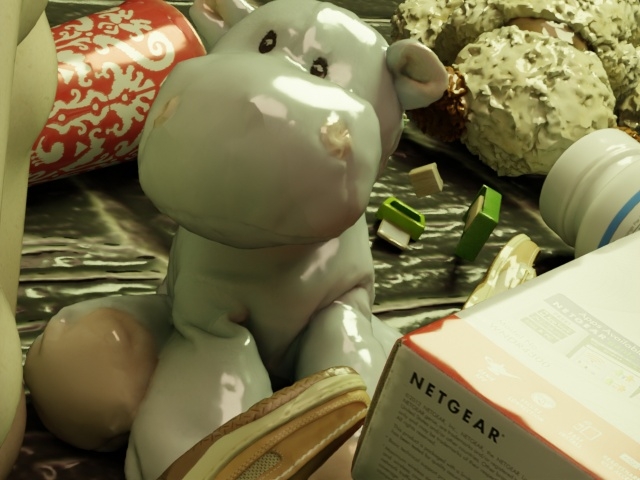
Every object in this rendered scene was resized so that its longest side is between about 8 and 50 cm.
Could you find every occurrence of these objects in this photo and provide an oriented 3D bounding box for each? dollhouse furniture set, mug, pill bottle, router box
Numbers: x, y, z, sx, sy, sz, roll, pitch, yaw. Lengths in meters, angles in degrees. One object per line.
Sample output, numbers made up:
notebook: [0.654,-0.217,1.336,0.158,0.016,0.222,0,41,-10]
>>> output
dollhouse furniture set: [0.052,-0.043,1.127,0.152,0.076,0.058,30,25,-2]
mug: [-0.181,-0.087,1.079,0.169,0.150,0.113,-25,86,-47]
pill bottle: [0.258,0.014,1.114,0.124,0.124,0.221,-4,36,-36]
router box: [0.234,0.125,0.749,0.335,0.082,0.301,34,32,27]

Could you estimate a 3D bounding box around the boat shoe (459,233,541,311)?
boat shoe: [0.126,0.043,1.067,0.045,0.050,0.135,28,39,10]

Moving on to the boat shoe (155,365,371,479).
boat shoe: [-0.044,0.134,0.723,0.190,0.068,0.072,-36,71,-10]

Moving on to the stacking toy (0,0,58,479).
stacking toy: [-0.354,-0.034,0.641,0.480,0.350,0.350,5,30,-10]

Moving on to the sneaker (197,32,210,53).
sneaker: [-0.050,-0.101,1.174,0.118,0.083,0.222,0,33,-32]

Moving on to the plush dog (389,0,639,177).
plush dog: [0.186,-0.144,1.315,0.262,0.210,0.225,18,51,-2]

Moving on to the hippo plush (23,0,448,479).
hippo plush: [0.000,0.000,0.861,0.234,0.236,0.294,25,29,11]
